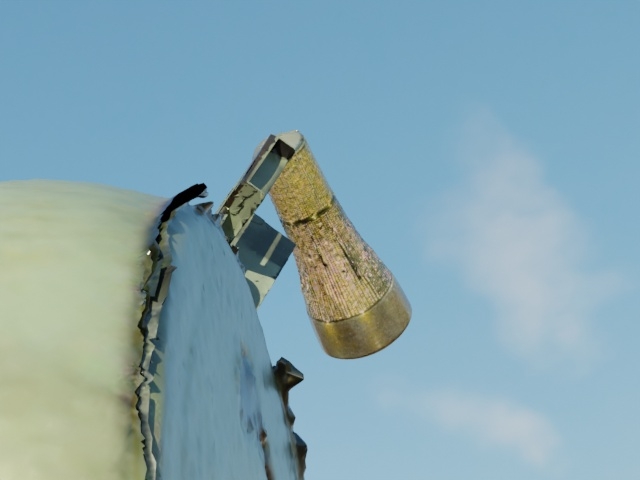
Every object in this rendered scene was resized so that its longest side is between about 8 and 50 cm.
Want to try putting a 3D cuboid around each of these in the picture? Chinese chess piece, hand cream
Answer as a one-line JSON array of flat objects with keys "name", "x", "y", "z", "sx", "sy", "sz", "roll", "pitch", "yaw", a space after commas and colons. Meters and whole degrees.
[{"name": "Chinese chess piece", "x": -0.077, "y": 0.153, "z": 0.550, "sx": 0.146, "sy": 0.349, "sz": 0.349, "roll": -9, "pitch": -21, "yaw": 6}, {"name": "hand cream", "x": 0.000, "y": 0.000, "z": 1.364, "sx": 0.084, "sy": 0.084, "sz": 0.203, "roll": -17, "pitch": -60, "yaw": 19}]

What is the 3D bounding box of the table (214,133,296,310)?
[{"name": "table", "x": -0.072, "y": 0.034, "z": 1.152, "sx": 0.062, "sy": 0.146, "sz": 0.175, "roll": 36, "pitch": -51, "yaw": -5}]
